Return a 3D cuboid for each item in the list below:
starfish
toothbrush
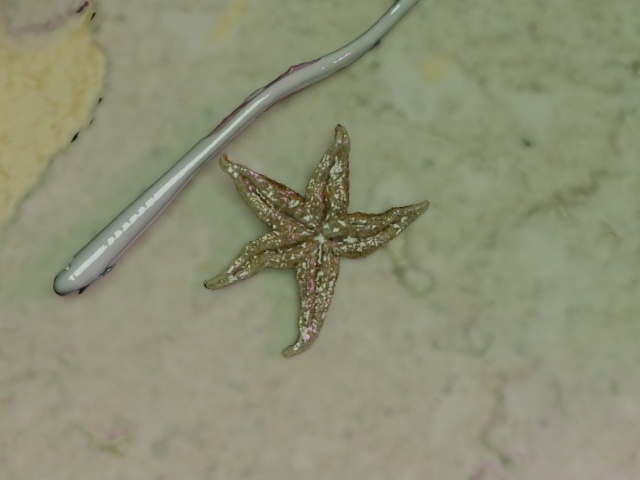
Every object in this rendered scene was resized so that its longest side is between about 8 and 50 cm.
[{"bbox_3d":[0.000,0.000,0.528,0.086,0.016,0.092,6,88,-11],"label":"starfish"},{"bbox_3d":[-0.025,-0.047,0.530,0.204,0.017,0.022,-44,100,-11],"label":"toothbrush"}]
